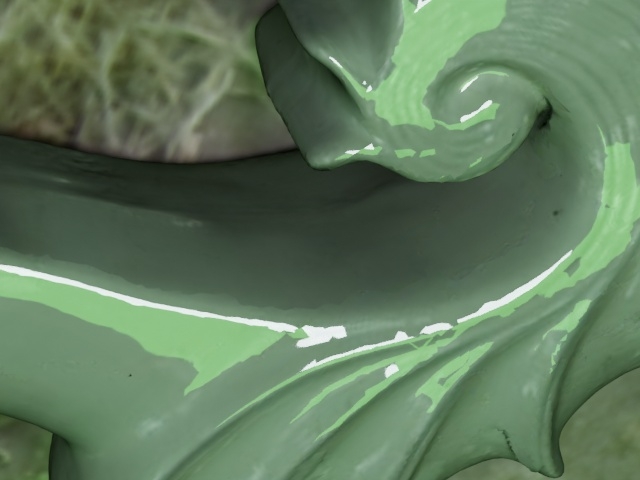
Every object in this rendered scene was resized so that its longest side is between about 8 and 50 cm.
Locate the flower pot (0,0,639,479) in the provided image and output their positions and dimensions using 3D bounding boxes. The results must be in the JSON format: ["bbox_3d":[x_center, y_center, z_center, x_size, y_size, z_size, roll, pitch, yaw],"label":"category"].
[{"bbox_3d":[0.000,0.000,0.624,0.368,0.164,0.254,-36,122,5],"label":"flower pot"}]
